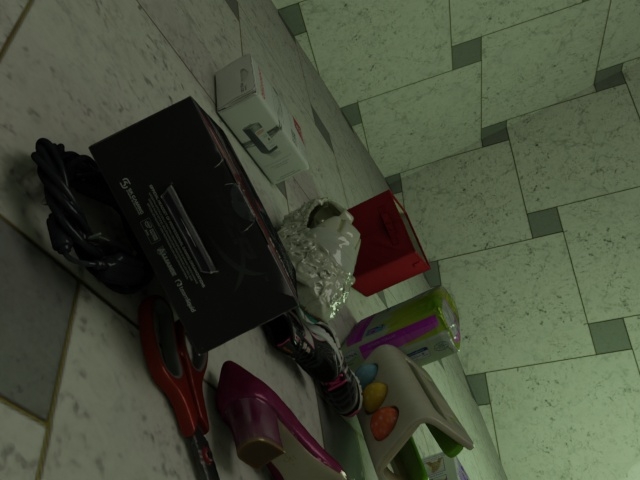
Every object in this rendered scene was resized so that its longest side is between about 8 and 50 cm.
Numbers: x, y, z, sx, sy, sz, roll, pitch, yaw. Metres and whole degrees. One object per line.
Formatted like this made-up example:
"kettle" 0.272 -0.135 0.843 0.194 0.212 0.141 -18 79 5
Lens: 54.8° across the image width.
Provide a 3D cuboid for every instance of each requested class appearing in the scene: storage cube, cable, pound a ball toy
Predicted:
"storage cube" 0.148 0.015 1.596 0.215 0.193 0.183 39 28 -64
"cable" -0.214 -0.021 0.593 0.150 0.047 0.184 58 3 10
"pound a ball toy" 0.103 0.318 0.996 0.136 0.208 0.319 37 7 -12

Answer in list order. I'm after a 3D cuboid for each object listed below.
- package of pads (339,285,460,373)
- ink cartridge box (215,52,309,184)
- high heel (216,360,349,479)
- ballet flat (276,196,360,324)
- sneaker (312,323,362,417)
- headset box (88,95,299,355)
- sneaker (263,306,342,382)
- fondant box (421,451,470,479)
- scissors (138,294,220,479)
"package of pads" 0.177 0.192 1.293 0.101 0.229 0.296 65 12 0
"ink cartridge box" -0.120 -0.247 1.267 0.218 0.092 0.158 55 16 -42
"high heel" -0.041 0.237 0.731 0.244 0.082 0.117 47 12 -41
"ballet flat" 0.000 0.000 1.051 0.147 0.147 0.409 60 4 -17
"sneaker" 0.012 0.205 1.003 0.075 0.063 0.170 39 25 -57
"headset box" -0.118 -0.019 0.665 0.218 0.110 0.293 63 -1 -5
"sneaker" -0.040 0.149 0.912 0.178 0.072 0.077 49 21 -11
"fondant box" 0.291 0.621 1.228 0.238 0.096 0.330 60 13 -19
"scissors" -0.125 0.191 0.595 0.109 0.021 0.297 48 22 -58
